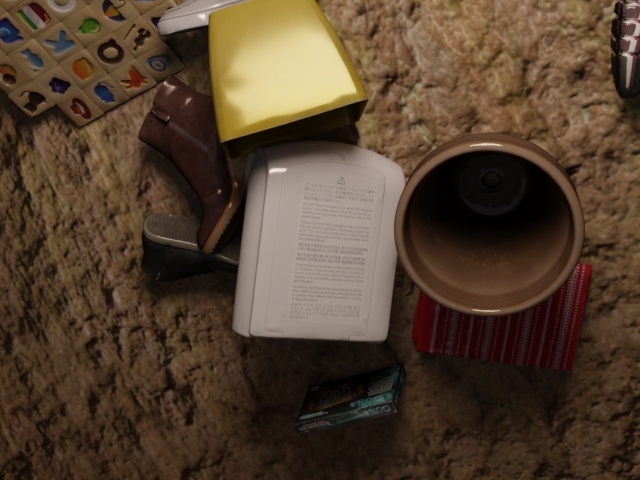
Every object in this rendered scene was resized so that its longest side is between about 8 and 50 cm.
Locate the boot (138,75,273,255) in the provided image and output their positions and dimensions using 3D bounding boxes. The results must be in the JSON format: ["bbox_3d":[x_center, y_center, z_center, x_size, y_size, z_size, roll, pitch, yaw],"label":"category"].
[{"bbox_3d":[-0.206,-0.122,1.487,0.206,0.090,0.248,26,101,9],"label":"boot"}]

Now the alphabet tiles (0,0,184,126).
[{"bbox_3d":[-0.390,-0.325,1.428,0.342,0.011,0.285,-24,131,21],"label":"alphabet tiles"}]

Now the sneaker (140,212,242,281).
[{"bbox_3d":[-0.202,0.029,1.577,0.222,0.083,0.118,16,136,-3],"label":"sneaker"}]

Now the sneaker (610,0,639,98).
[{"bbox_3d":[0.490,-0.330,1.232,0.162,0.106,0.281,3,113,9],"label":"sneaker"}]

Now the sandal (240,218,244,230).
[{"bbox_3d":[-0.019,0.013,1.536,0.254,0.054,0.097,41,109,5],"label":"sandal"}]

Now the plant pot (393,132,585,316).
[{"bbox_3d":[0.251,-0.051,1.338,0.263,0.229,0.263,5,113,11],"label":"plant pot"}]

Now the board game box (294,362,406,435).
[{"bbox_3d":[0.053,0.278,1.587,0.186,0.126,0.026,-18,108,20],"label":"board game box"}]

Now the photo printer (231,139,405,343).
[{"bbox_3d":[0.000,0.000,1.407,0.256,0.107,0.308,4,95,-23],"label":"photo printer"}]

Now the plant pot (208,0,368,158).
[{"bbox_3d":[-0.064,-0.248,1.328,0.212,0.212,0.187,-17,89,-2],"label":"plant pot"}]

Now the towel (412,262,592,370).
[{"bbox_3d":[0.296,0.112,1.511,0.274,0.031,0.199,7,113,8],"label":"towel"}]

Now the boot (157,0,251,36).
[{"bbox_3d":[-0.135,-0.396,1.355,0.258,0.095,0.123,-17,102,3],"label":"boot"}]
